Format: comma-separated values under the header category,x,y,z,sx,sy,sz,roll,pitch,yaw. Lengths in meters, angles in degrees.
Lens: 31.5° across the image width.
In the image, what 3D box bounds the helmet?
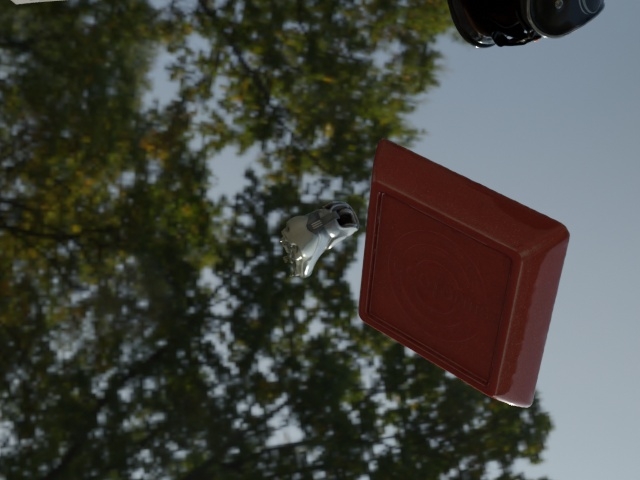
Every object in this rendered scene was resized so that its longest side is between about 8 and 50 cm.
category,x,y,z,sx,sy,sz,roll,pitch,yaw
helmet,0.192,-0.278,1.103,0.169,0.169,0.161,-7,-66,45

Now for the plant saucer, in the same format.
category,x,y,z,sx,sy,sz,roll,pitch,yaw
plant saucer,0.142,0.047,1.295,0.258,0.047,0.259,29,-49,31

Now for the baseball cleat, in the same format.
category,x,y,z,sx,sy,sz,roll,pitch,yaw
baseball cleat,0.000,0.000,1.536,0.206,0.109,0.072,116,-50,-83

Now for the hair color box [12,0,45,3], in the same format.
category,x,y,z,sx,sy,sz,roll,pitch,yaw
hair color box,-0.352,-0.332,1.300,0.093,0.167,0.053,0,-105,18
